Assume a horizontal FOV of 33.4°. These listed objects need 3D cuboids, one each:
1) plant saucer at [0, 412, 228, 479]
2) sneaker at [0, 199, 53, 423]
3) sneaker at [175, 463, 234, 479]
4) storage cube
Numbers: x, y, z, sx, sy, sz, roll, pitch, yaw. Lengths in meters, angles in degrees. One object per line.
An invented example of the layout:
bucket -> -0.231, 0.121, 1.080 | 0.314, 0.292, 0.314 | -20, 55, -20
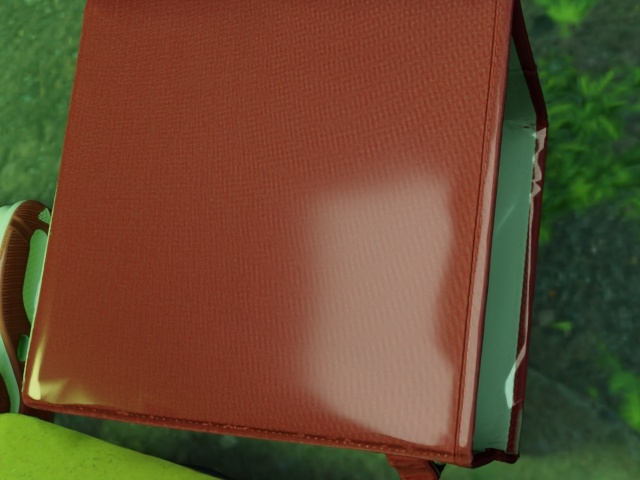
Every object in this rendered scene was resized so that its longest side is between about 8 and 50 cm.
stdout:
plant saucer -> -0.064, 0.283, 0.488 | 0.333, 0.081, 0.332 | 14, 96, 17
sneaker -> -0.228, 0.083, 0.620 | 0.128, 0.087, 0.221 | 2, 68, 24
sneaker -> -0.043, 0.168, 0.555 | 0.144, 0.059, 0.053 | 36, 92, 19
storage cube -> 0.000, 0.000, 0.513 | 0.193, 0.184, 0.214 | 3, 80, 17
